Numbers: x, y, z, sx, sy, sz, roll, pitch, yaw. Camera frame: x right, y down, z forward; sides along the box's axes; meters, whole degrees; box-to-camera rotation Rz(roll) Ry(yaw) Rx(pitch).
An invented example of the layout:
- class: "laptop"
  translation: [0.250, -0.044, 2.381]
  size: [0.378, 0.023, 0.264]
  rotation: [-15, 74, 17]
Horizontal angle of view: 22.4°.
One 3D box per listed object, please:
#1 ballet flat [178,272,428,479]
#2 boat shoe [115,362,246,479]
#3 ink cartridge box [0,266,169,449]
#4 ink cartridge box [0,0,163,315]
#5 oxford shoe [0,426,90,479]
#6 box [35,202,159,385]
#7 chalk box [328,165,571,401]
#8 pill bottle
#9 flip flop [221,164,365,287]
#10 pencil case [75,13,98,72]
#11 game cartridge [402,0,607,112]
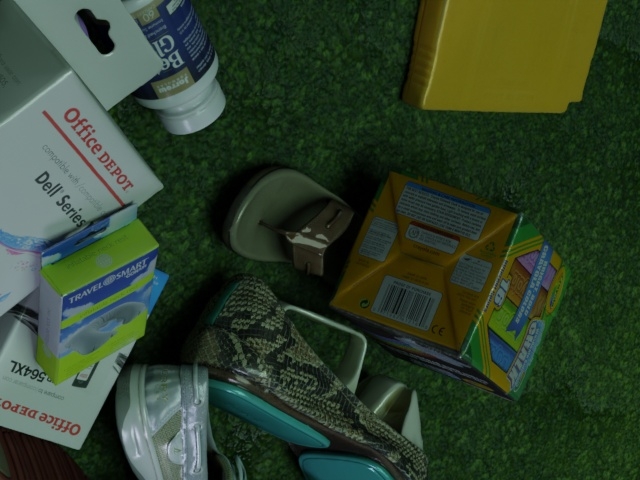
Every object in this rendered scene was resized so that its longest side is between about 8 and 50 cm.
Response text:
- class: "ballet flat"
  translation: [0.020, 0.196, 1.874]
  size: [0.483, 0.164, 0.182]
  rotation: [48, 57, -41]
- class: "boat shoe"
  translation: [-0.132, 0.243, 1.734]
  size: [0.103, 0.118, 0.320]
  rotation: [-9, 134, 8]
- class: "ink cartridge box"
  translation: [-0.265, 0.089, 1.603]
  size: [0.148, 0.086, 0.203]
  rotation: [27, 89, -45]
- class: "ink cartridge box"
  translation: [-0.281, -0.065, 1.412]
  size: [0.353, 0.119, 0.207]
  rotation: [-39, 147, -3]
- class: "oxford shoe"
  translation: [-0.274, 0.306, 1.654]
  size: [0.130, 0.123, 0.348]
  rotation: [-32, 138, 7]
- class: "box"
  translation: [-0.207, 0.052, 1.492]
  size: [0.109, 0.042, 0.178]
  rotation: [-30, 156, -28]
- class: "chalk box"
  translation: [0.165, 0.063, 1.876]
  size: [0.179, 0.180, 0.289]
  rotation: [-66, 153, -8]
- class: "pill bottle"
  translation: [-0.156, -0.187, 1.571]
  size: [0.094, 0.094, 0.169]
  rotation: [-43, 131, -19]
- class: "flip flop"
  translation: [0.000, 0.000, 1.803]
  size: [0.277, 0.080, 0.112]
  rotation: [28, 90, -46]
- class: "pencil case"
  translation: [-0.308, -0.164, 1.459]
  size: [0.206, 0.086, 0.088]
  rotation: [-15, 142, -35]
- class: "game cartridge"
  translation: [0.237, -0.310, 1.905]
  size: [0.285, 0.052, 0.324]
  rotation: [-2, 112, -41]
